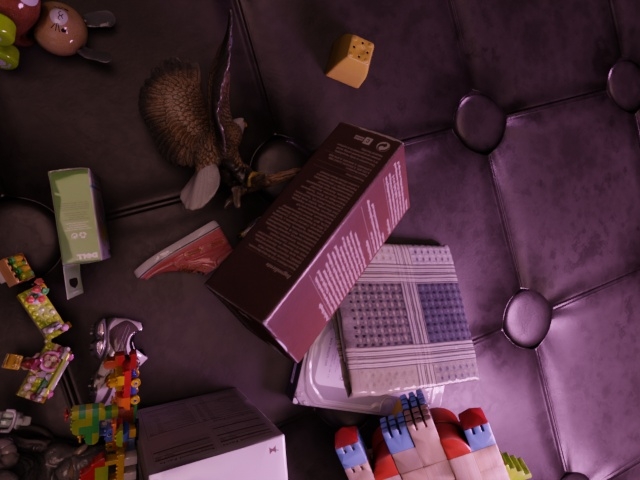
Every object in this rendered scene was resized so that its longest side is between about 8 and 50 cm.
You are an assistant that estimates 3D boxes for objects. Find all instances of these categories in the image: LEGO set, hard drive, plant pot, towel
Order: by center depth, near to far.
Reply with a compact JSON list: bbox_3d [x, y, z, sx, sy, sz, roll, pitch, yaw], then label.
[{"bbox_3d":[-0.465,0.158,0.738,0.132,0.107,0.286,10,73,-36],"label":"LEGO set"},{"bbox_3d":[0.163,0.148,0.932,0.324,0.056,0.312,3,67,-25],"label":"towel"},{"bbox_3d":[0.069,-0.381,0.946,0.082,0.083,0.081,16,85,-18],"label":"plant pot"},{"bbox_3d":[0.117,0.248,0.972,0.339,0.064,0.236,15,86,-18],"label":"hard drive"}]

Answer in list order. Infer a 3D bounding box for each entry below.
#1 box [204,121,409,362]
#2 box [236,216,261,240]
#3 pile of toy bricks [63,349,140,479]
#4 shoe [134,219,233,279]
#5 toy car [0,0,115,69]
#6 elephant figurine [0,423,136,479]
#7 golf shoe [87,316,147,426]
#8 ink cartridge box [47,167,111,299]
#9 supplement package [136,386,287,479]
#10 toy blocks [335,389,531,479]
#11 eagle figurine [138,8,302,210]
[{"bbox_3d":[0.000,0.000,0.795,0.143,0.191,0.381,26,67,27],"label":"box"},{"bbox_3d":[-0.089,0.032,0.906,0.054,0.059,0.169,-44,102,-15],"label":"box"},{"bbox_3d":[-0.350,0.281,0.725,0.105,0.118,0.212,1,108,-27],"label":"pile of toy bricks"},{"bbox_3d":[-0.250,0.040,0.852,0.178,0.063,0.081,-34,95,-19],"label":"shoe"},{"bbox_3d":[-0.447,-0.366,0.759,0.188,0.149,0.155,7,77,-29],"label":"toy car"},{"bbox_3d":[-0.472,0.384,0.748,0.186,0.239,0.169,38,95,12],"label":"elephant figurine"},{"bbox_3d":[-0.360,0.237,0.810,0.094,0.077,0.198,2,90,-18],"label":"golf shoe"},{"bbox_3d":[-0.404,-0.012,0.779,0.062,0.109,0.209,-8,92,-17],"label":"ink cartridge box"},{"bbox_3d":[-0.189,0.396,0.754,0.198,0.263,0.199,-5,91,-26],"label":"supplement package"},{"bbox_3d":[0.202,0.431,0.909,0.382,0.191,0.260,-21,102,7],"label":"toy blocks"},{"bbox_3d":[-0.193,-0.214,0.814,0.226,0.225,0.298,-28,109,-6],"label":"eagle figurine"}]
